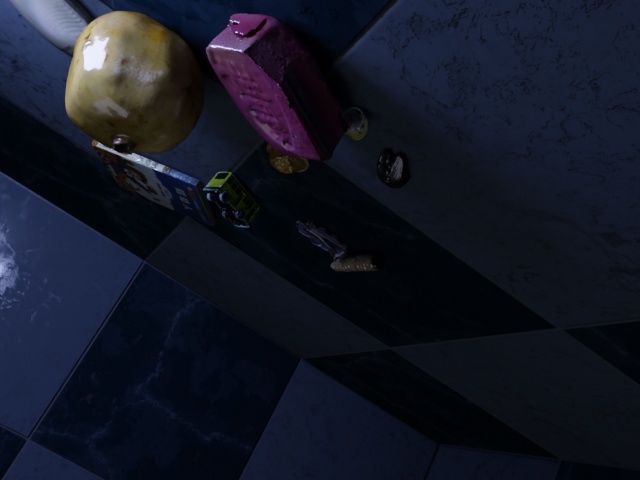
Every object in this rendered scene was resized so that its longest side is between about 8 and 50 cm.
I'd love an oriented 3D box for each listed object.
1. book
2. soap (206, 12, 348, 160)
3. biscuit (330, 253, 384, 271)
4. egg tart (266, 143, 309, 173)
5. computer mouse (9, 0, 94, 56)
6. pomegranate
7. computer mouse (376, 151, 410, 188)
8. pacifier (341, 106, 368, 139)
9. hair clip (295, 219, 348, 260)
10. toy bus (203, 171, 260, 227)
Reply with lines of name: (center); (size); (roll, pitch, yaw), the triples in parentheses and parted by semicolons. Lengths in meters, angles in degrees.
book: (-0.583, -0.203, 2.412); (0.428, 0.039, 0.300); (22, 157, 15)
soap: (-0.090, -0.323, 1.430); (0.220, 0.127, 0.324); (14, 146, 43)
biscuit: (0.116, 0.072, 2.161); (0.061, 0.055, 0.219); (-8, -179, -35)
egg tart: (-0.091, -0.215, 1.799); (0.129, 0.049, 0.128); (22, 157, 10)
computer mouse: (-0.684, -0.574, 1.666); (0.197, 0.095, 0.331); (-2, 143, 44)
pomegranate: (-0.438, -0.352, 1.570); (0.333, 0.332, 0.332); (24, 157, 11)
computer mouse: (0.170, -0.161, 1.611); (0.079, 0.047, 0.135); (20, 155, 17)
pacifier: (0.082, -0.261, 1.509); (0.083, 0.068, 0.064); (35, -161, 34)
hair clip: (-0.001, 0.001, 2.162); (0.195, 0.052, 0.124); (36, 152, -4)
toy bus: (-0.273, -0.128, 2.129); (0.088, 0.101, 0.175); (5, 143, 45)
